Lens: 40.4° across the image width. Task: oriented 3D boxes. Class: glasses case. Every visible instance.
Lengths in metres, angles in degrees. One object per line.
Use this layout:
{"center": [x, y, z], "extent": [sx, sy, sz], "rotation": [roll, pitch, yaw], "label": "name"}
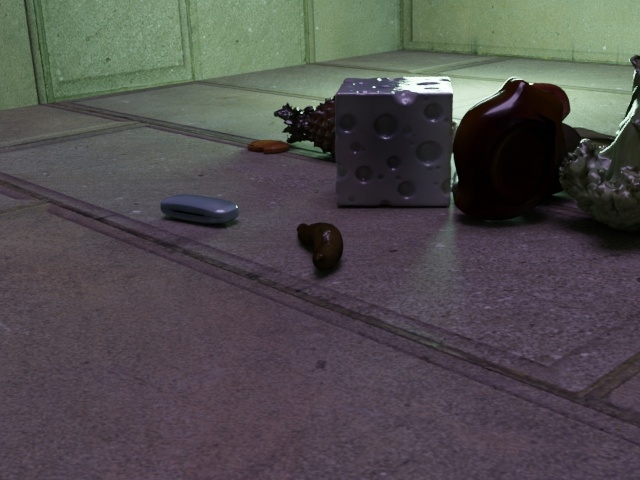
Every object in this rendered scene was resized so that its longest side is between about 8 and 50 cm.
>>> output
{"center": [-0.246, -0.064, 1.758], "extent": [0.178, 0.045, 0.067], "rotation": [10, 22, 31], "label": "glasses case"}

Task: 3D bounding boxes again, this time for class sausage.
{"center": [0.604, -0.375, 2.444], "extent": [0.254, 0.148, 0.148], "rotation": [-14, 22, -33], "label": "sausage"}

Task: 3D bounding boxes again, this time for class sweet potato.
{"center": [0.001, -0.002, 1.521], "extent": [0.069, 0.059, 0.249], "rotation": [-41, 20, 2], "label": "sweet potato"}

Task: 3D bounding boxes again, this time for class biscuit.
{"center": [-0.141, -0.259, 2.372], "extent": [0.102, 0.019, 0.130], "rotation": [-14, 21, -35], "label": "biscuit"}

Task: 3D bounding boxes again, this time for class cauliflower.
{"center": [0.589, -0.142, 1.552], "extent": [0.260, 0.281, 0.327], "rotation": [37, 43, 19], "label": "cauliflower"}

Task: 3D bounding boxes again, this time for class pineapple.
{"center": [0.014, -0.295, 2.287], "extent": [0.175, 0.175, 0.361], "rotation": [-16, 10, -36], "label": "pineapple"}

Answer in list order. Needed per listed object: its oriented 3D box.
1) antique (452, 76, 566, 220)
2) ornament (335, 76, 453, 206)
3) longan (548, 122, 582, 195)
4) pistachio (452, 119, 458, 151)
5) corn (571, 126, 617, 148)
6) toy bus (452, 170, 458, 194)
{"center": [0.358, -0.165, 1.655], "extent": [0.223, 0.278, 0.129], "rotation": [25, 13, -19], "label": "antique"}
{"center": [0.160, -0.216, 1.863], "extent": [0.239, 0.240, 0.240], "rotation": [1, 18, 6], "label": "ornament"}
{"center": [0.458, -0.167, 1.826], "extent": [0.185, 0.159, 0.204], "rotation": [-14, -18, -1], "label": "longan"}
{"center": [0.271, -0.250, 2.143], "extent": [0.152, 0.126, 0.223], "rotation": [-34, 21, 11], "label": "pistachio"}
{"center": [0.612, -0.171, 1.855], "extent": [0.122, 0.123, 0.305], "rotation": [-10, 21, -28], "label": "corn"}
{"center": [0.319, -0.124, 1.856], "extent": [0.072, 0.057, 0.172], "rotation": [-7, 17, 15], "label": "toy bus"}
